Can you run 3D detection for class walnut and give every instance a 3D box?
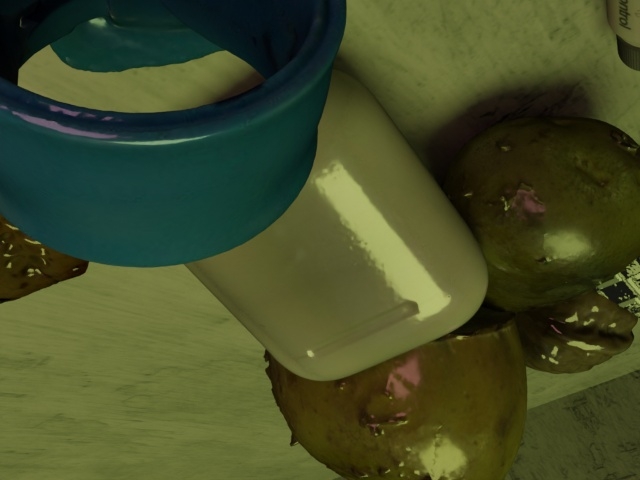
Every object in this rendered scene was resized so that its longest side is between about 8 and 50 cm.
[{"bbox_3d":[0.437,0.121,1.188,0.248,0.248,0.248,-11,151,-6],"label":"walnut"}]

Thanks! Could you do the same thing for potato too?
[{"bbox_3d":[0.116,0.267,1.033,0.385,0.319,0.442,-7,178,-14],"label":"potato"},{"bbox_3d":[0.285,-0.024,0.874,0.270,0.219,0.359,-2,158,1],"label":"potato"}]

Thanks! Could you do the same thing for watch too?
[{"bbox_3d":[-0.146,-0.130,0.406,0.305,0.274,0.241,-8,152,-13],"label":"watch"}]

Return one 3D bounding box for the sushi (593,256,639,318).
[{"bbox_3d":[0.470,-0.002,1.018,0.279,0.043,0.192,31,132,-9],"label":"sushi"}]

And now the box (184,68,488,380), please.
[{"bbox_3d":[0.000,-0.001,0.738,0.289,0.141,0.349,-29,116,23],"label":"box"}]

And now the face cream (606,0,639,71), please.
[{"bbox_3d":[0.310,-0.250,0.605,0.092,0.092,0.311,-23,151,15],"label":"face cream"}]

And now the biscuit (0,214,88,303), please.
[{"bbox_3d":[-0.415,-0.016,0.692,0.359,0.046,0.359,-6,150,-4],"label":"biscuit"}]
